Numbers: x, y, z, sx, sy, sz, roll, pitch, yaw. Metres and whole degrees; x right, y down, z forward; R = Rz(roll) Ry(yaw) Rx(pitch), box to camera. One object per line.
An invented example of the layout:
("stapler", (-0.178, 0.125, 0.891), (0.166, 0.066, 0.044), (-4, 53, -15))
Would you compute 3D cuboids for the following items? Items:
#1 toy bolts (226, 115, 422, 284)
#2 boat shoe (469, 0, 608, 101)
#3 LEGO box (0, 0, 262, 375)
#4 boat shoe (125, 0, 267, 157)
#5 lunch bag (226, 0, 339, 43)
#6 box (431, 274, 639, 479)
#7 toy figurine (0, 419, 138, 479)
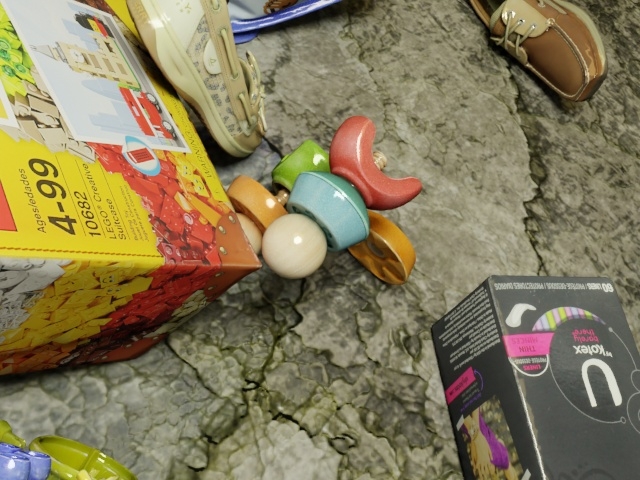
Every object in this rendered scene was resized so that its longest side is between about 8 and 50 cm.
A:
("toy bolts", (0.000, 0.000, 0.664), (0.218, 0.228, 0.158), (47, 70, -7))
("boat shoe", (0.327, -0.347, 1.031), (0.119, 0.123, 0.324), (-13, 59, -19))
("LEGO box", (-0.320, -0.143, 0.533), (0.372, 0.193, 0.500), (6, 52, -60))
("boat shoe", (-0.102, -0.174, 0.682), (0.089, 0.285, 0.105), (-29, 75, 3))
("lunch bag", (-0.114, -0.465, 0.860), (0.385, 0.239, 0.328), (-22, 70, -1))
("box", (0.243, 0.186, 0.672), (0.165, 0.143, 0.271), (1, 62, -19))
("toy figurine", (-0.249, 0.229, 0.390), (0.191, 0.362, 0.217), (15, 73, -1))
